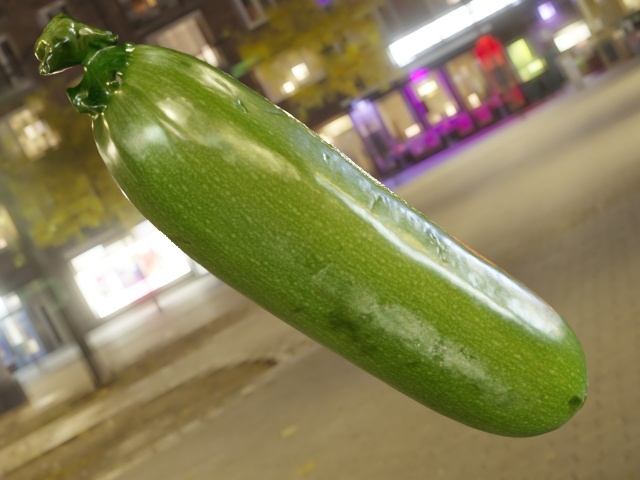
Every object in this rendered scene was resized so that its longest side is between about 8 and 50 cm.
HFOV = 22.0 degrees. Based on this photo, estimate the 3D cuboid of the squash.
[{"bbox_3d":[0.000,0.000,0.916,0.101,0.379,0.101,-46,21,23],"label":"squash"}]
